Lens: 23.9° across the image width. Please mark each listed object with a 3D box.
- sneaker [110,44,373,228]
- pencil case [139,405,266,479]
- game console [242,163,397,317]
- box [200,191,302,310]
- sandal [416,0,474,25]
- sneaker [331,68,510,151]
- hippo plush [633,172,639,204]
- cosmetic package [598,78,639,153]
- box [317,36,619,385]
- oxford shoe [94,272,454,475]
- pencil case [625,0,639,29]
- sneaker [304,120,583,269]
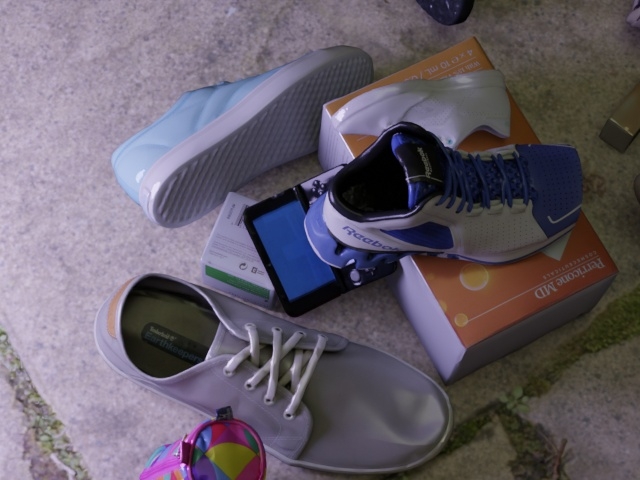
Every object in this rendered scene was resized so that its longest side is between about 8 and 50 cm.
[{"bbox_3d":[-0.104,-0.164,1.897,0.366,0.135,0.150,-31,52,-25],"label":"sneaker"},{"bbox_3d":[-0.135,0.256,1.681,0.104,0.236,0.104,6,71,-17],"label":"pencil case"},{"bbox_3d":[0.000,0.000,1.783,0.085,0.124,0.144,-28,94,-54],"label":"game console"},{"bbox_3d":[-0.084,0.013,1.852,0.101,0.087,0.102,21,71,4],"label":"box"},{"bbox_3d":[0.149,-0.498,2.020,0.107,0.167,0.446,-8,70,-24],"label":"sandal"},{"bbox_3d":[0.121,-0.136,1.750,0.212,0.080,0.094,-11,82,-8],"label":"sneaker"},{"bbox_3d":[0.550,-0.108,1.853,0.294,0.234,0.237,10,57,21],"label":"hippo plush"},{"bbox_3d":[0.415,-0.175,1.963,0.041,0.060,0.115,37,74,10],"label":"cosmetic package"},{"bbox_3d":[0.170,-0.035,1.840,0.215,0.168,0.345,-26,74,-12],"label":"box"},{"bbox_3d":[-0.059,0.157,1.781,0.449,0.130,0.169,20,69,3],"label":"oxford shoe"},{"bbox_3d":[0.616,-0.281,1.959,0.410,0.160,0.183,26,85,7],"label":"pencil case"},{"bbox_3d":[0.142,-0.050,1.659,0.315,0.182,0.127,-8,72,-5],"label":"sneaker"}]
